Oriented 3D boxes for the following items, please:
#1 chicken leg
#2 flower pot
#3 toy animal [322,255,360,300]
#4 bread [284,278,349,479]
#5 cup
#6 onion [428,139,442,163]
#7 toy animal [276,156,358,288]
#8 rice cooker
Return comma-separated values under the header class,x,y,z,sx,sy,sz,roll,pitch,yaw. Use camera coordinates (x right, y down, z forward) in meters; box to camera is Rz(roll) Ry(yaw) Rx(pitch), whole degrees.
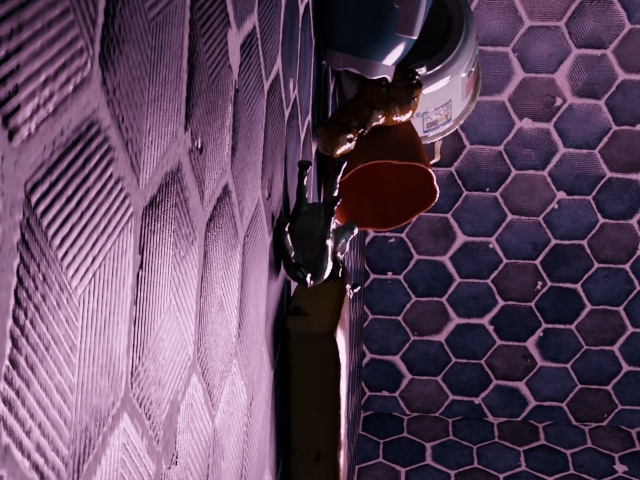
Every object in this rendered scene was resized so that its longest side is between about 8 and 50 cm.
class,x,y,z,sx,sy,sz,roll,pitch,yaw
chicken leg,0.072,-0.197,1.567,0.251,0.107,0.087,-44,138,-41
flower pot,0.085,-0.134,1.684,0.190,0.191,0.173,86,-5,-54
toy animal,0.023,0.071,1.748,0.202,0.070,0.105,-29,108,-82
bread,-0.004,0.236,1.322,0.138,0.077,0.361,-80,171,-64
cup,0.074,-0.327,1.502,0.300,0.168,0.173,-140,-119,-64
onion,0.110,-0.152,2.003,0.207,0.201,0.200,-55,-171,24
toy animal,-0.005,-0.001,1.218,0.217,0.074,0.176,-71,163,-59
rice cooker,0.152,-0.317,1.830,0.316,0.264,0.316,13,90,-78
